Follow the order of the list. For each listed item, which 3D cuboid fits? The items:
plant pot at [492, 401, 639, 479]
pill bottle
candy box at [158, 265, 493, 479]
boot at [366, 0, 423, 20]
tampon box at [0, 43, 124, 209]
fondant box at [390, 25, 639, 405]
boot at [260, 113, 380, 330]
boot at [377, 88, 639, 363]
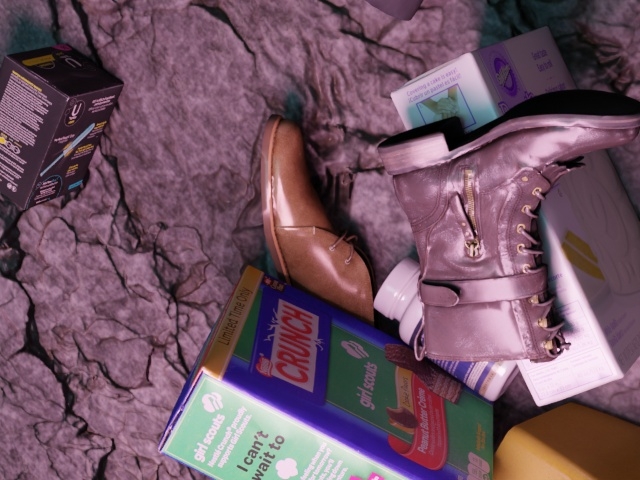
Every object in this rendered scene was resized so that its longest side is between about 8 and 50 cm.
[{"bbox_3d":[0.271,0.291,1.461,0.187,0.212,0.212,40,118,27],"label":"plant pot"},{"bbox_3d":[0.146,0.092,1.523,0.169,0.094,0.094,34,116,14],"label":"pill bottle"},{"bbox_3d":[0.017,0.185,1.452,0.317,0.268,0.122,26,113,-4],"label":"candy box"},{"bbox_3d":[0.192,-0.383,1.340,0.445,0.146,0.367,-46,71,24],"label":"boot"},{"bbox_3d":[-0.335,-0.141,1.686,0.101,0.120,0.161,34,116,14],"label":"tampon box"},{"bbox_3d":[0.219,-0.033,1.370,0.096,0.238,0.330,-26,91,30],"label":"fondant box"},{"bbox_3d":[0.000,0.000,1.576,0.115,0.112,0.305,-5,110,16],"label":"boot"},{"bbox_3d":[0.181,-0.003,1.224,0.263,0.091,0.229,-10,104,31],"label":"boot"}]
